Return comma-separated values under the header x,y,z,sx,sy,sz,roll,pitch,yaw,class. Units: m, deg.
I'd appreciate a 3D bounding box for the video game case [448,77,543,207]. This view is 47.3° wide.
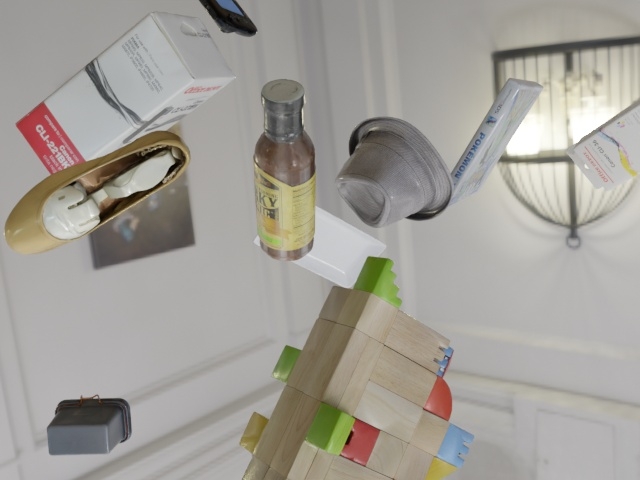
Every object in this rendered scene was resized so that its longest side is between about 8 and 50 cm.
x,y,z,sx,sy,sz,roll,pitch,yaw,class
0.385,-0.221,1.641,0.036,0.300,0.329,35,-158,15,video game case

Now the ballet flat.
x,y,z,sx,sy,sz,roll,pitch,yaw,class
-0.251,-0.057,0.834,0.232,0.080,0.073,-36,-151,-17,ballet flat

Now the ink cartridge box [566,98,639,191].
x,y,z,sx,sy,sz,roll,pitch,yaw,class
0.582,-0.177,1.429,0.198,0.115,0.067,-38,-179,43,ink cartridge box

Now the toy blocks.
x,y,z,sx,sy,sz,roll,pitch,yaw,class
0.077,0.247,0.957,0.261,0.381,0.190,31,167,-27,toy blocks

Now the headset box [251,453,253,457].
x,y,z,sx,sy,sz,roll,pitch,yaw,class
-0.105,0.387,1.350,0.032,0.062,0.083,-5,145,-21,headset box

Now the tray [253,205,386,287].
x,y,z,sx,sy,sz,roll,pitch,yaw,class
0.000,0.000,1.592,0.270,0.145,0.030,28,-156,-28,tray

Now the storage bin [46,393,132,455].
x,y,z,sx,sy,sz,roll,pitch,yaw,class
-0.410,0.327,1.282,0.135,0.098,0.091,-2,-172,0,storage bin

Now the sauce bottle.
x,y,z,sx,sy,sz,roll,pitch,yaw,class
-0.062,-0.117,1.274,0.111,0.344,0.111,0,-137,0,sauce bottle

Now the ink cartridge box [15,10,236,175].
x,y,z,sx,sy,sz,roll,pitch,yaw,class
-0.286,-0.216,1.113,0.273,0.114,0.197,-34,-175,17,ink cartridge box

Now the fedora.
x,y,z,sx,sy,sz,roll,pitch,yaw,class
0.122,-0.112,1.453,0.124,0.244,0.275,-41,-165,-21,fedora

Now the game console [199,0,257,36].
x,y,z,sx,sy,sz,roll,pitch,yaw,class
-0.227,-0.517,1.409,0.213,0.361,0.044,-8,146,-48,game console
